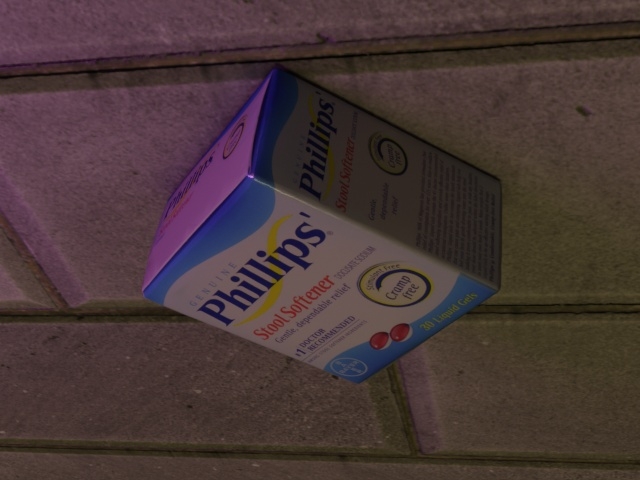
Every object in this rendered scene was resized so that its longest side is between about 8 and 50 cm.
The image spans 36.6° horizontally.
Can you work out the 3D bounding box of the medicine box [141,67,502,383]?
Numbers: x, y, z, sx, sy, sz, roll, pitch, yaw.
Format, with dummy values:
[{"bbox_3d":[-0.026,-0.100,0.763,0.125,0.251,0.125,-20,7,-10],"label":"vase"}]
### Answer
[{"bbox_3d":[0.000,0.000,1.033,0.289,0.149,0.263,24,141,-21],"label":"medicine box"}]
